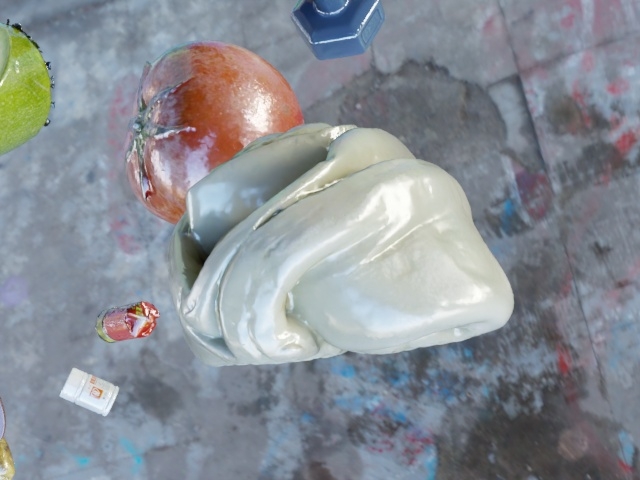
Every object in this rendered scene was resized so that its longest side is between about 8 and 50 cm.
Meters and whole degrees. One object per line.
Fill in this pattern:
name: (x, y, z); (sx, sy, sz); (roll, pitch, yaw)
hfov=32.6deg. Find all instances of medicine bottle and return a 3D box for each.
medicine bottle: (-0.398, 0.261, 1.887); (0.089, 0.057, 0.057); (25, 76, -9)

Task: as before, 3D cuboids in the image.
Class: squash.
squash: (-0.491, -0.174, 1.393); (0.189, 0.260, 0.189); (12, 113, 30)

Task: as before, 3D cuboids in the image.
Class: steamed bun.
steamed bun: (0.000, 0.000, 1.174); (0.342, 0.368, 0.255); (-7, 86, -16)

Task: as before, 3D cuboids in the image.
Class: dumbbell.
dumbbell: (-0.003, -0.430, 1.737); (0.144, 0.316, 0.156); (-33, 59, 0)

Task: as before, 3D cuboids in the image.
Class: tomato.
tomato: (-0.142, -0.143, 1.518); (0.265, 0.265, 0.265); (-9, 65, 19)

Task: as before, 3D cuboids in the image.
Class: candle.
candle: (-0.265, 0.112, 1.515); (0.131, 0.052, 0.052); (-17, 56, 54)

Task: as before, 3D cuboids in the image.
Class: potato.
potato: (-0.480, 0.322, 1.625); (0.040, 0.051, 0.083); (-19, 63, -32)

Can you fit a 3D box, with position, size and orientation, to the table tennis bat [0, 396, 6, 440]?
table tennis bat: (-0.454, 0.198, 1.406); (0.087, 0.013, 0.156); (-9, 100, 7)
